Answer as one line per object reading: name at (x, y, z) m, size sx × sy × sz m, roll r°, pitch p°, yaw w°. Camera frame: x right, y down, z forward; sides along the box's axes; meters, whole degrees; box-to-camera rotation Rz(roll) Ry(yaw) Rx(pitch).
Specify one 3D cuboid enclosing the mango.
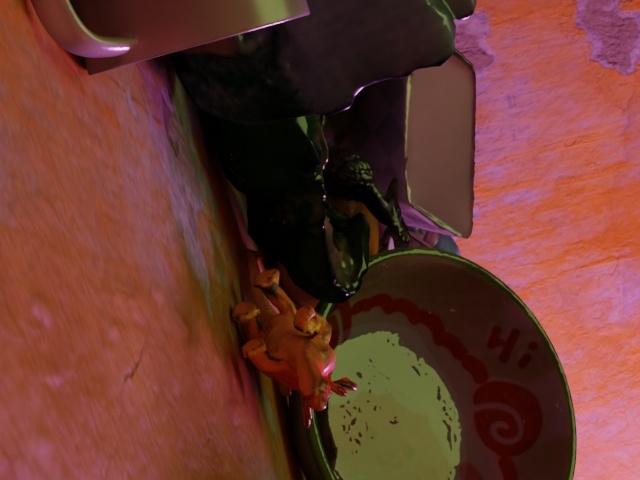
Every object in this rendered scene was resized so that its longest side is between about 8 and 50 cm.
mango at (0.000, 0.000, 1.508) m, size 0.251 × 0.114 × 0.156 m, roll 117°, pitch -38°, yaw -81°

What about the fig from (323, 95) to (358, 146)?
fig at (-0.030, -0.135, 1.481) m, size 0.156 × 0.123 × 0.123 m, roll -44°, pitch 121°, yaw -75°

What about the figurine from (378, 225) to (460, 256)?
figurine at (0.066, 0.086, 1.630) m, size 0.260 × 0.103 × 0.205 m, roll -57°, pitch -175°, yaw -35°

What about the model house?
model house at (-0.056, -0.296, 1.046) m, size 0.295 × 0.252 × 0.329 m, roll -94°, pitch 162°, yaw -56°

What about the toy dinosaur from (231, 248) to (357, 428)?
toy dinosaur at (-0.025, 0.090, 1.172) m, size 0.117 × 0.070 × 0.288 m, roll 64°, pitch -4°, yaw -20°

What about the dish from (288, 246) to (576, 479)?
dish at (0.090, 0.177, 1.403) m, size 0.124 × 0.324 × 0.324 m, roll -31°, pitch -113°, yaw 52°

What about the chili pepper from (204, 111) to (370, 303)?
chili pepper at (-0.037, -0.064, 1.249) m, size 0.148 × 0.116 × 0.264 m, roll -87°, pitch 162°, yaw -53°

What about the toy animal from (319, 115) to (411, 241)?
toy animal at (0.012, -0.068, 1.382) m, size 0.202 × 0.105 × 0.070 m, roll 41°, pitch -30°, yaw -7°

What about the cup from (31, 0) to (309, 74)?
cup at (-0.106, -0.174, 0.813) m, size 0.134 × 0.173 × 0.142 m, roll 3°, pitch -69°, yaw 62°

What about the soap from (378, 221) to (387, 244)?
soap at (0.076, 0.176, 1.790) m, size 0.359 × 0.128 × 0.233 m, roll -98°, pitch 173°, yaw -53°

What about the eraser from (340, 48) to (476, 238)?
eraser at (0.053, -0.125, 1.607) m, size 0.397 × 0.082 × 0.213 m, roll -165°, pitch -104°, yaw -69°
